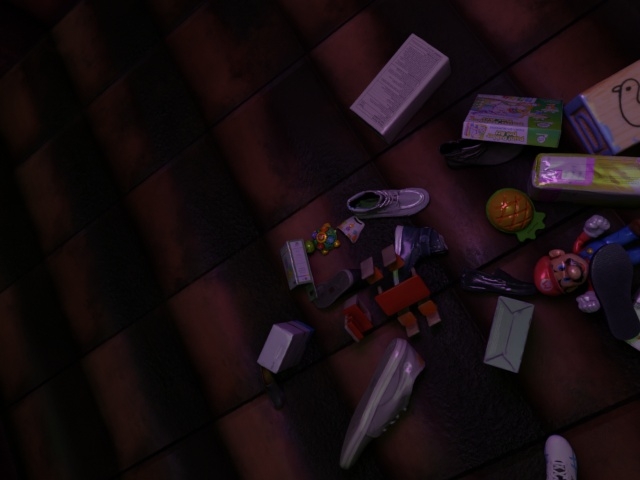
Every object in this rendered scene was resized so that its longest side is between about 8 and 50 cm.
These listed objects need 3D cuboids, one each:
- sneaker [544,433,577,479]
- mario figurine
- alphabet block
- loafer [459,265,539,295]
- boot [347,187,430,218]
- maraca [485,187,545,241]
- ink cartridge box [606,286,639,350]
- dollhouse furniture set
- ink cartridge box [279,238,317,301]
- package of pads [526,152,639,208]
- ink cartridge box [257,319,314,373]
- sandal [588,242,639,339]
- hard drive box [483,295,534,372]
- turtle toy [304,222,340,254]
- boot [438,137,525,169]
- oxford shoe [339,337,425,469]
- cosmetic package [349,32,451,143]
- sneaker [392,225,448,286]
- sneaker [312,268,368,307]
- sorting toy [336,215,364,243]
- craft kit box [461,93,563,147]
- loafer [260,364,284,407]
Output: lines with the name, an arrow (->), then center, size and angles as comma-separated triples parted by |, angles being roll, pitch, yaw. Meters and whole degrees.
sneaker -> 0.656, 0.656, 1.258 | 0.085, 0.086, 0.237 | -2, 82, 22
mario figurine -> 0.739, 0.062, 1.242 | 0.321, 0.170, 0.198 | -25, 46, 10
alphabet block -> 0.810, -0.347, 1.239 | 0.197, 0.193, 0.192 | -30, 87, 15
loafer -> 0.529, 0.119, 1.370 | 0.223, 0.076, 0.078 | 5, 94, 25
boot -> 0.217, -0.122, 1.491 | 0.259, 0.123, 0.095 | -12, 80, 19
maraca -> 0.577, -0.076, 1.367 | 0.186, 0.099, 0.127 | 36, 107, -4
ink cartridge box -> 0.896, 0.199, 1.211 | 0.160, 0.093, 0.219 | 38, 99, 21
dollhouse furniture set -> 0.200, 0.190, 1.388 | 0.259, 0.135, 0.262 | -32, 110, 17
ink cartridge box -> -0.076, 0.109, 1.580 | 0.062, 0.109, 0.209 | -11, 78, -20
package of pads -> 0.725, -0.159, 1.245 | 0.297, 0.229, 0.101 | 7, 87, 21
ink cartridge box -> -0.110, 0.347, 1.528 | 0.082, 0.191, 0.139 | 26, 93, 22
sandal -> 0.746, 0.130, 1.185 | 0.097, 0.054, 0.254 | -12, 98, 12
hard drive box -> 0.517, 0.249, 1.277 | 0.089, 0.232, 0.181 | 14, 90, 21
turtle toy -> 0.000, 0.000, 1.592 | 0.130, 0.066, 0.095 | -33, 74, 14
boot -> 0.486, -0.274, 1.385 | 0.247, 0.161, 0.083 | -12, 80, 19
oxford shoe -> 0.188, 0.519, 1.422 | 0.130, 0.169, 0.449 | 27, 94, 0
cosmetic package -> 0.264, -0.494, 1.522 | 0.160, 0.113, 0.309 | 45, 101, 19
sneaker -> 0.314, 0.065, 1.454 | 0.164, 0.086, 0.226 | 2, 85, 22
sneaker -> 0.072, 0.162, 1.546 | 0.222, 0.118, 0.083 | -38, 65, 44
sorting toy -> 0.108, -0.047, 1.576 | 0.075, 0.045, 0.083 | -43, 70, -9
craft kit box -> 0.559, -0.352, 1.336 | 0.250, 0.246, 0.060 | 11, 131, 21
loafer -> -0.174, 0.501, 1.604 | 0.062, 0.061, 0.170 | -26, 76, 15
